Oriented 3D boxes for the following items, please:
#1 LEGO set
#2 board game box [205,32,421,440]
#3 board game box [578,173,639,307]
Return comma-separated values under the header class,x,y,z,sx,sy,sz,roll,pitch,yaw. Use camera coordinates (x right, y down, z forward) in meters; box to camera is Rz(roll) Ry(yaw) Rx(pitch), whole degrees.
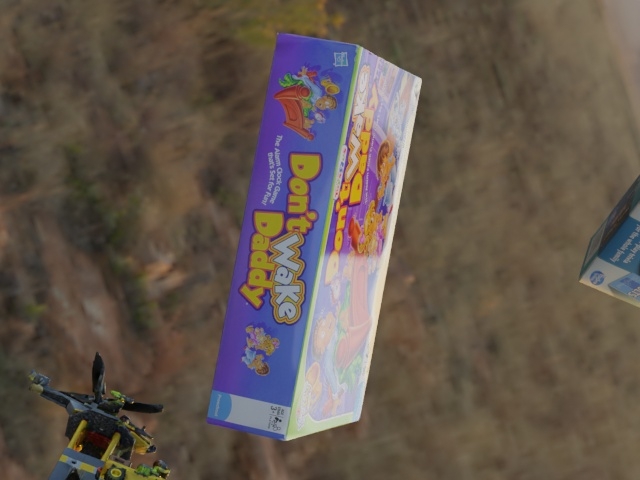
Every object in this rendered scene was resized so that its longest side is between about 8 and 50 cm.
class,x,y,z,sx,sy,sz,roll,pitch,yaw
LEGO set,-0.145,0.262,1.395,0.192,0.255,0.331,-67,169,-52
board game box,0.000,0.000,1.487,0.233,0.078,0.347,4,96,-73
board game box,0.530,0.032,2.027,0.254,0.336,0.079,114,0,-59
